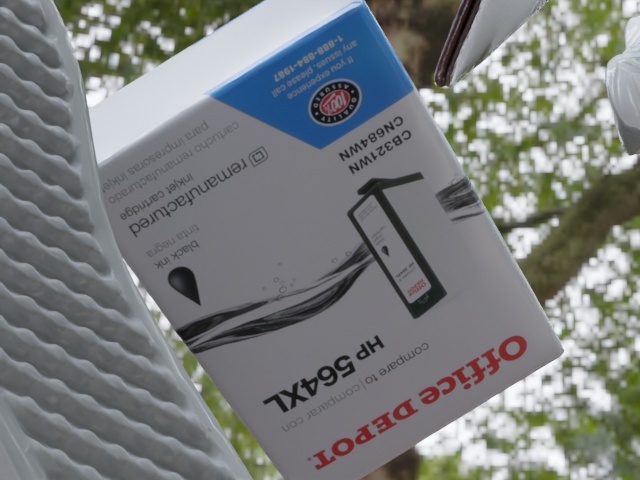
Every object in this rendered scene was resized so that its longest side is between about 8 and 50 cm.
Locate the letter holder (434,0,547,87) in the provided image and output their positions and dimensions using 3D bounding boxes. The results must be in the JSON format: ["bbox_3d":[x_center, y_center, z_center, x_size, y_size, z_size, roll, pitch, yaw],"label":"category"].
[{"bbox_3d":[0.102,-0.249,0.802,0.152,0.302,0.214,31,-45,14],"label":"letter holder"}]

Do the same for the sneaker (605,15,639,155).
[{"bbox_3d":[0.223,-0.108,0.937,0.061,0.152,0.054,-7,-57,28],"label":"sneaker"}]

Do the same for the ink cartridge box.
[{"bbox_3d":[0.000,0.000,0.669,0.148,0.086,0.203,-32,-65,4],"label":"ink cartridge box"}]

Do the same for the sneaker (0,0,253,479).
[{"bbox_3d":[-0.128,0.018,0.435,0.127,0.321,0.126,-31,-13,32],"label":"sneaker"}]
